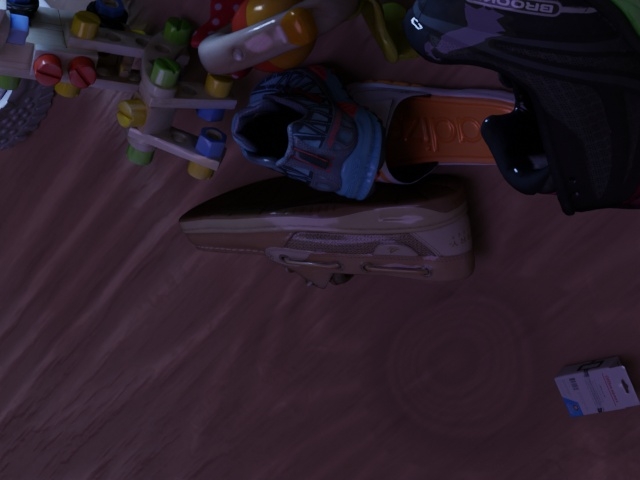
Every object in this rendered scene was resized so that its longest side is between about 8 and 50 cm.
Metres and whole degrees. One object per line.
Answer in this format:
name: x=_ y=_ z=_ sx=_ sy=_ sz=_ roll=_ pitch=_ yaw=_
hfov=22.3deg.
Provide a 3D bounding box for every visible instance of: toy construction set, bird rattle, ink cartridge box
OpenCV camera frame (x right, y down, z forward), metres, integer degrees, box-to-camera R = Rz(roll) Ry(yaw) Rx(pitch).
toy construction set: x=-0.255 y=-0.184 z=1.706 sx=0.328 sy=0.215 sz=0.151 roll=20 pitch=121 yaw=-30
bird rattle: x=-0.039 y=-0.220 z=1.580 sx=0.254 sy=0.207 sz=0.143 roll=-5 pitch=109 yaw=32
ink cartridge box: x=0.288 y=0.148 z=1.664 sx=0.083 sy=0.028 sz=0.048 roll=-15 pitch=105 yaw=39

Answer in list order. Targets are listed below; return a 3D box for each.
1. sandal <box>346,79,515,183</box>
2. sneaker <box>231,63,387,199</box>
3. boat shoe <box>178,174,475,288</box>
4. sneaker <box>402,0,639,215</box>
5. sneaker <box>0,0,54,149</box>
sandal: x=0.092 y=-0.106 z=1.630 sx=0.265 sy=0.076 sz=0.102 roll=-1 pitch=113 yaw=35
sneaker: x=-0.033 y=-0.123 z=1.617 sx=0.262 sy=0.125 sz=0.104 roll=38 pitch=115 yaw=62
boat shoe: x=0.000 y=0.000 z=1.721 sx=0.341 sy=0.122 sz=0.110 roll=0 pitch=113 yaw=33
sneaker: x=0.248 y=-0.105 z=1.351 sx=0.202 sy=0.185 sz=0.483 roll=-44 pitch=121 yaw=15
sneaker: x=-0.367 y=-0.195 z=1.905 sx=0.095 sy=0.090 sz=0.235 roll=51 pitch=129 yaw=18
